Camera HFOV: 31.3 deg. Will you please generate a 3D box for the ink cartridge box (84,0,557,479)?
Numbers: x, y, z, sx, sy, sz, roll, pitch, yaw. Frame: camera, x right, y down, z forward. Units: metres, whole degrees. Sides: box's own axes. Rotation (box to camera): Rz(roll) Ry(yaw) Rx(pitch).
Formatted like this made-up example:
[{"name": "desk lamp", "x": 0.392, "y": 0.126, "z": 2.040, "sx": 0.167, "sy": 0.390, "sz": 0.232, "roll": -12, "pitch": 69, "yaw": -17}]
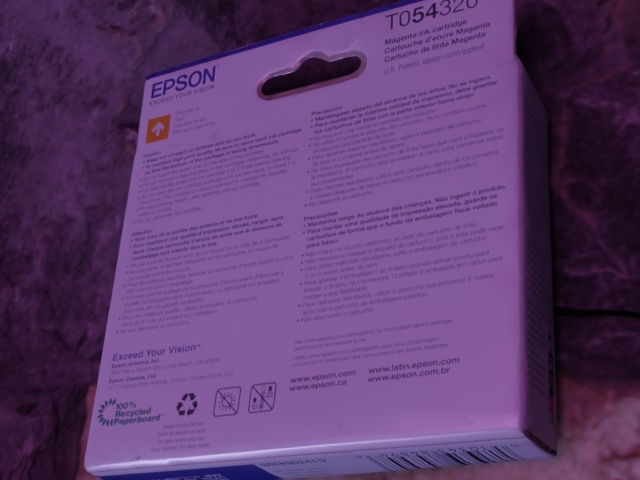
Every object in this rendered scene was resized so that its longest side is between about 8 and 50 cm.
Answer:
[{"name": "ink cartridge box", "x": 0.000, "y": 0.000, "z": 0.804, "sx": 0.324, "sy": 0.071, "sz": 0.330, "roll": -10, "pitch": 60, "yaw": 28}]
